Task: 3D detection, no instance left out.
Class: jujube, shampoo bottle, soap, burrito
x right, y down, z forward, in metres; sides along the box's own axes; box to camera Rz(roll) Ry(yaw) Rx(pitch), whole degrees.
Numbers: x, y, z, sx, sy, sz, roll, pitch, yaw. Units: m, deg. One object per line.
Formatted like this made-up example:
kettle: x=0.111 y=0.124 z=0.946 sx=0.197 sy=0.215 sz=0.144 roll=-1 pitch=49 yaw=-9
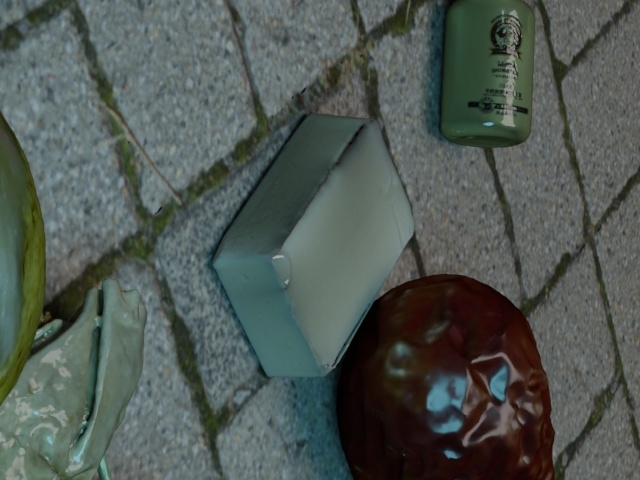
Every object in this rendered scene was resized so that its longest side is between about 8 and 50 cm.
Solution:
jujube: x=0.097 y=0.142 z=1.454 sx=0.250 sy=0.174 sz=0.174 roll=82 pitch=27 yaw=-49
shampoo bottle: x=0.145 y=-0.164 z=1.624 sx=0.079 sy=0.079 sz=0.162 roll=15 pitch=77 yaw=-57
soap: x=0.000 y=0.000 z=1.399 sx=0.183 sy=0.064 sz=0.121 roll=-57 pitch=135 yaw=-42
burrito: x=-0.200 y=0.160 z=1.048 sx=0.392 sy=0.076 sz=0.117 roll=-59 pitch=149 yaw=-38

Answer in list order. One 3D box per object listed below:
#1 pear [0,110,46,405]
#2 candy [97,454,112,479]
pear: x=-0.255 y=-0.008 z=0.845 sx=0.271 sy=0.271 sz=0.271 roll=4 pitch=85 yaw=-58
candy: x=-0.129 y=0.178 z=1.208 sx=0.061 sy=0.061 sz=0.202 roll=-23 pitch=100 yaw=-56
